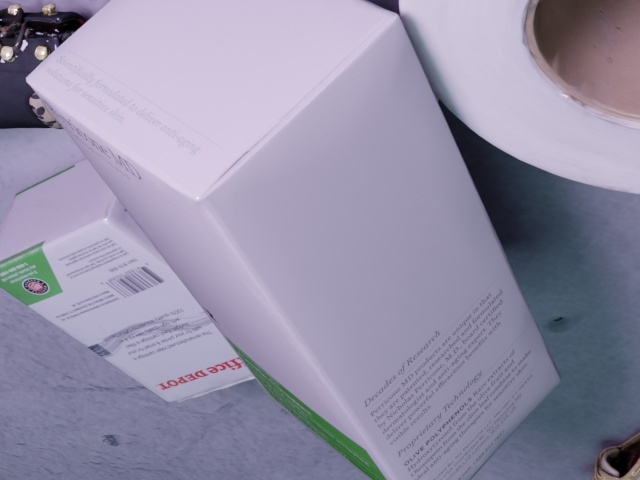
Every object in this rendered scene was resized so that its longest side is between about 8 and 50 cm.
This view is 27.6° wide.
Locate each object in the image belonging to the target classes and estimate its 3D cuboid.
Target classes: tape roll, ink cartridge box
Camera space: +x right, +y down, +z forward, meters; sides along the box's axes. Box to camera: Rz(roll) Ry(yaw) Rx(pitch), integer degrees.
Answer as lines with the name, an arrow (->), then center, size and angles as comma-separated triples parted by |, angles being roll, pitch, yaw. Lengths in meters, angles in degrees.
tape roll -> 0.185, -0.140, 0.680 | 0.286, 0.100, 0.286 | 11, 151, 6
ink cartridge box -> -0.133, 0.031, 1.033 | 0.153, 0.087, 0.208 | -20, 132, 36

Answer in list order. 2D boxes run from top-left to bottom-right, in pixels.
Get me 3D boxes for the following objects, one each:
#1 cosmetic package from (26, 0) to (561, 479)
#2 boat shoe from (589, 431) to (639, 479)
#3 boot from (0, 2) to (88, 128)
cosmetic package -> 0.000, 0.000, 0.841 | 0.197, 0.155, 0.365 | 33, 164, 44
boat shoe -> 0.275, 0.207, 1.190 | 0.045, 0.050, 0.135 | 28, 131, -16
boot -> -0.249, -0.143, 0.840 | 0.178, 0.085, 0.236 | -2, 148, 15
